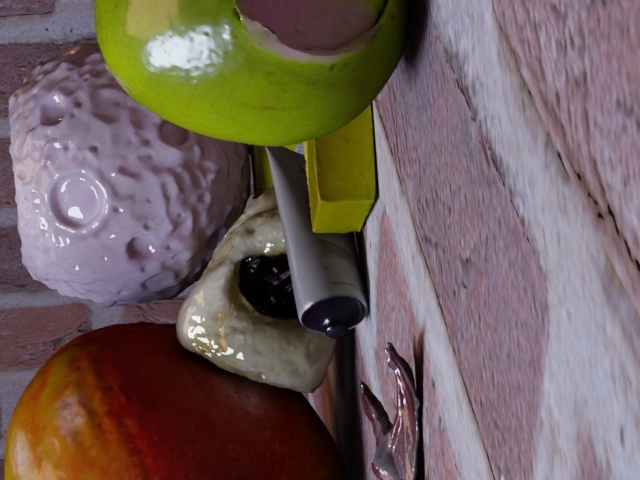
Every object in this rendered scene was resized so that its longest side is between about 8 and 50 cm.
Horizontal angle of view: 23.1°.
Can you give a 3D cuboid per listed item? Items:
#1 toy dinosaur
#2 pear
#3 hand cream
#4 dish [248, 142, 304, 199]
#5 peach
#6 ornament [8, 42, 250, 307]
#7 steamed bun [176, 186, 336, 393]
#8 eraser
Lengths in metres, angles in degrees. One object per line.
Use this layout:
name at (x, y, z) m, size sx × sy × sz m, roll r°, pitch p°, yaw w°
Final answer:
toy dinosaur at (0.046, 0.138, 1.006) m, size 0.220 × 0.032 × 0.108 m, roll 89°, pitch 173°, yaw -46°
pear at (-0.043, -0.142, 0.942) m, size 0.220 × 0.187 × 0.187 m, roll 161°, pitch 106°, yaw -70°
hand cream at (0.000, 0.000, 1.268) m, size 0.054 × 0.087 × 0.186 m, roll -43°, pitch 43°, yaw 36°
dish at (-0.032, -0.094, 1.518) m, size 0.149 × 0.080 × 0.207 m, roll -153°, pitch 59°, yaw -84°
peach at (-0.131, 0.231, 1.422) m, size 0.372 × 0.373 × 0.290 m, roll -105°, pitch 32°, yaw -69°
ornament at (-0.182, -0.066, 1.503) m, size 0.259 × 0.225 × 0.259 m, roll 175°, pitch 90°, yaw -81°
steamed bun at (-0.040, 0.031, 1.380) m, size 0.172 × 0.141 × 0.155 m, roll -93°, pitch 22°, yaw -76°
eraser at (0.013, -0.063, 1.190) m, size 0.122 × 0.045 × 0.097 m, roll 110°, pitch 155°, yaw -79°
